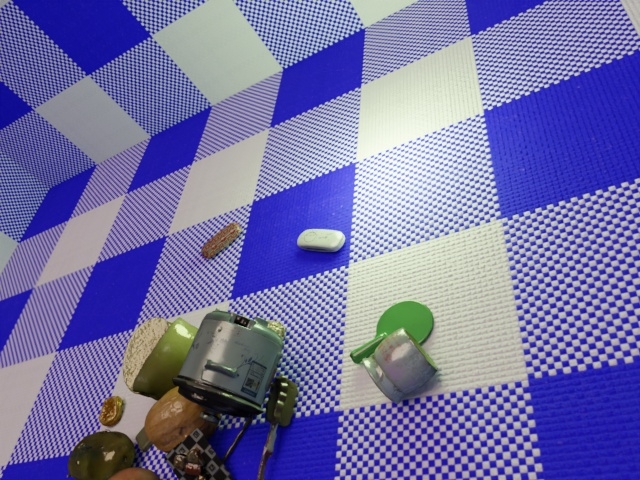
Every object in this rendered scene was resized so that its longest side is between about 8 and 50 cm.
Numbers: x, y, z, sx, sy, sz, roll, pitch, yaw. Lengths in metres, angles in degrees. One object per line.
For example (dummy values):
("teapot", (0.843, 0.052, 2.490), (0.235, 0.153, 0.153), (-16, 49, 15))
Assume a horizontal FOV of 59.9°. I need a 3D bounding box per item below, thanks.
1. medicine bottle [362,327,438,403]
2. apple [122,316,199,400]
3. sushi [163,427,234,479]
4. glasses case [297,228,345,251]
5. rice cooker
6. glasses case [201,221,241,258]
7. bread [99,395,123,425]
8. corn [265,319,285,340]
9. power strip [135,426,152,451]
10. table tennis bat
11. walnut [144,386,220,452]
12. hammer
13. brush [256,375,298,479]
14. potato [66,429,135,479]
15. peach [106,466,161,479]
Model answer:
("medicine bottle", (0.196, 0.313, 1.390), (0.143, 0.147, 0.147), (-40, 39, 5))
("apple", (-0.493, 0.395, 1.817), (0.295, 0.234, 0.257), (-14, 51, 51))
("sushi", (-0.338, 0.642, 1.535), (0.139, 0.031, 0.201), (-42, 75, 4))
("glasses case", (0.000, 0.000, 1.925), (0.197, 0.049, 0.076), (5, 58, 42))
("rice cooker", (-0.254, 0.355, 1.538), (0.265, 0.316, 0.316), (21, 60, 0))
("glasses case", (-0.402, 0.000, 2.261), (0.195, 0.049, 0.073), (-38, 37, 4))
("bread", (-0.745, 0.609, 1.984), (0.083, 0.044, 0.110), (-19, 45, 21))
("corn", (-0.177, 0.349, 1.727), (0.087, 0.087, 0.210), (1, 59, 40))
("power strip", (-0.537, 0.606, 1.824), (0.169, 0.028, 0.076), (-49, 39, -6))
("table tennis bat", (0.194, 0.261, 1.534), (0.257, 0.039, 0.160), (-33, 40, 3))
("walnut", (-0.409, 0.531, 1.653), (0.226, 0.193, 0.193), (-34, 38, -7))
("hammer", (-0.243, 0.575, 1.613), (0.058, 0.029, 0.292), (13, 61, 43))
("brush", (-0.131, 0.522, 1.524), (0.071, 0.084, 0.300), (-9, 51, 33))
("potato", (-0.702, 0.696, 1.786), (0.249, 0.143, 0.169), (-13, 57, 31))
("peach", (-0.544, 0.742, 1.588), (0.184, 0.184, 0.184), (-23, 42, 22))
